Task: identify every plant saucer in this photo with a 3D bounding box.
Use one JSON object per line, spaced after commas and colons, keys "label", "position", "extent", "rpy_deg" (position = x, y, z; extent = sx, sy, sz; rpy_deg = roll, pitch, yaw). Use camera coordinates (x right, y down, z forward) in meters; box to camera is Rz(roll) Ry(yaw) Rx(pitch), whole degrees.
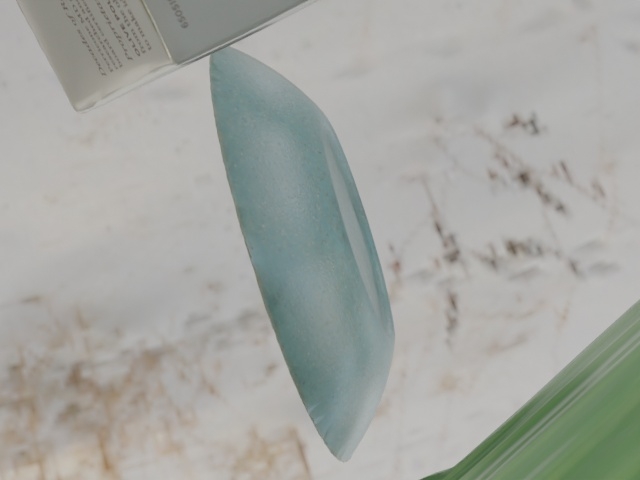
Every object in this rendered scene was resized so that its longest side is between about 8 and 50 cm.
{"label": "plant saucer", "position": [0.000, 0.000, 0.810], "extent": [0.037, 0.195, 0.195], "rpy_deg": [-16, 145, 7]}

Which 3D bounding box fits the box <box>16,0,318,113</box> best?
{"label": "box", "position": [-0.034, -0.103, 0.479], "extent": [0.101, 0.102, 0.087], "rpy_deg": [-31, -173, -22]}

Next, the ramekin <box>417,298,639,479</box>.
{"label": "ramekin", "position": [0.165, 0.141, 0.526], "extent": [0.303, 0.303, 0.148], "rpy_deg": [22, 115, -43]}
